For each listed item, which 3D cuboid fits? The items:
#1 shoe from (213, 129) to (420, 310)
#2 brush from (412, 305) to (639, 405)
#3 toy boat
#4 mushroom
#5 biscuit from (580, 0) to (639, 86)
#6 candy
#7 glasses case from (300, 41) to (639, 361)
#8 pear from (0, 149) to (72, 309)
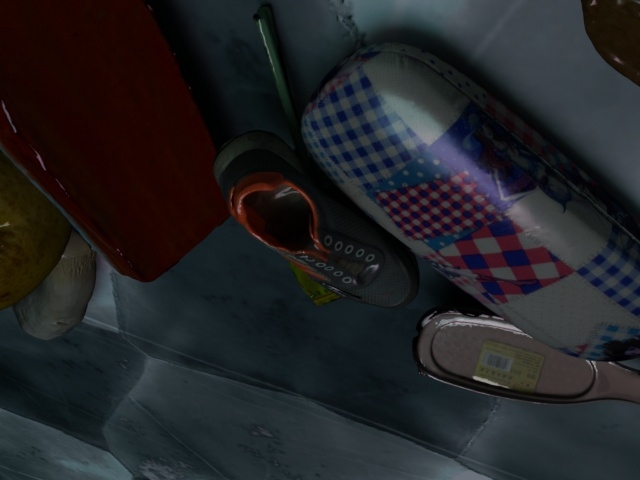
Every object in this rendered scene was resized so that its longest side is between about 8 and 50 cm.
[{"bbox_3d":[0.001,0.001,0.611,0.194,0.077,0.074,39,108,-23],"label":"shoe"},{"bbox_3d":[0.235,0.110,0.716,0.312,0.067,0.072,12,104,8],"label":"brush"},{"bbox_3d":[-0.190,-0.126,0.612,0.133,0.145,0.332,29,153,45],"label":"toy boat"},{"bbox_3d":[-0.283,0.042,0.898,0.081,0.092,0.223,-9,160,-30],"label":"mushroom"},{"bbox_3d":[0.263,-0.151,0.394,0.272,0.049,0.257,5,138,22],"label":"biscuit"},{"bbox_3d":[-0.010,-0.059,0.652,0.077,0.073,0.262,-8,127,11],"label":"candy"},{"bbox_3d":[0.131,-0.016,0.600,0.327,0.076,0.125,36,139,-15],"label":"glasses case"},{"bbox_3d":[-0.313,-0.033,0.723,0.208,0.209,0.209,15,142,13],"label":"pear"}]
